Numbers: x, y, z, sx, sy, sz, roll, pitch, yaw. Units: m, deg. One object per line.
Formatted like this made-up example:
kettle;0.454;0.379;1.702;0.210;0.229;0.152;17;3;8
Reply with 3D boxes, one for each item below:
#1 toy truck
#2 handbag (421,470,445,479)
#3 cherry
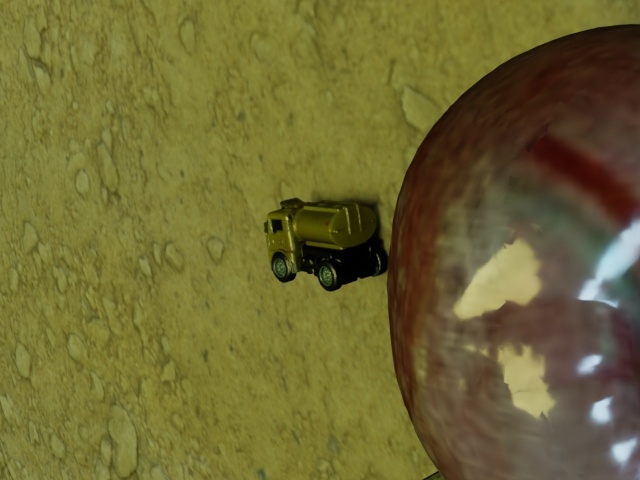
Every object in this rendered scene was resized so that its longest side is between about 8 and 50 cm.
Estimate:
toy truck;0.000;0.000;0.815;0.083;0.049;0.054;7;109;52
handbag;0.136;0.227;0.561;0.358;0.236;0.160;0;102;54
cherry;0.133;0.033;0.505;0.285;0.212;0.236;146;131;-78
